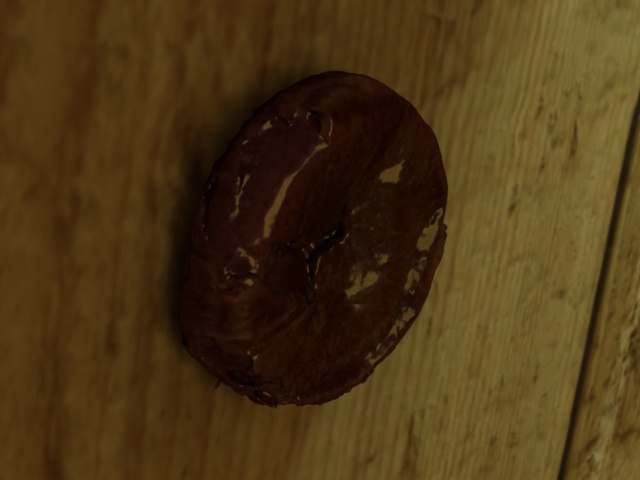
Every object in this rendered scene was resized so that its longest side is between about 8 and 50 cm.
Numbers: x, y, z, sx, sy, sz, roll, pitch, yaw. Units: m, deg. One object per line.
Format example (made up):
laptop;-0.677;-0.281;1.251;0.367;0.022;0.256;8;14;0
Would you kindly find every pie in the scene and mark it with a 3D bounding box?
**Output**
pie;0.000;0.000;0.755;0.182;0.049;0.182;-26;128;-40
